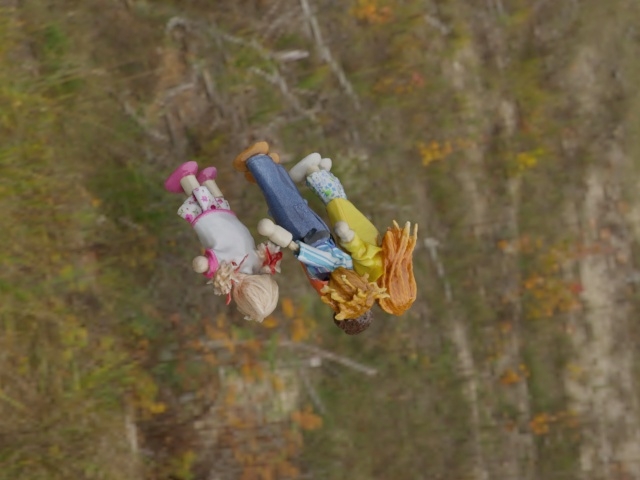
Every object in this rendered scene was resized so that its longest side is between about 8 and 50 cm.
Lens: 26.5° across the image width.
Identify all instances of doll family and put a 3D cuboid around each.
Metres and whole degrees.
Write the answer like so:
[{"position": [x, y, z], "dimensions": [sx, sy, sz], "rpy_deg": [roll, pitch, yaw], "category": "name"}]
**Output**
[{"position": [0.000, 0.000, 1.113], "dimensions": [0.163, 0.118, 0.263], "rpy_deg": [57, 20, 22], "category": "doll family"}]
